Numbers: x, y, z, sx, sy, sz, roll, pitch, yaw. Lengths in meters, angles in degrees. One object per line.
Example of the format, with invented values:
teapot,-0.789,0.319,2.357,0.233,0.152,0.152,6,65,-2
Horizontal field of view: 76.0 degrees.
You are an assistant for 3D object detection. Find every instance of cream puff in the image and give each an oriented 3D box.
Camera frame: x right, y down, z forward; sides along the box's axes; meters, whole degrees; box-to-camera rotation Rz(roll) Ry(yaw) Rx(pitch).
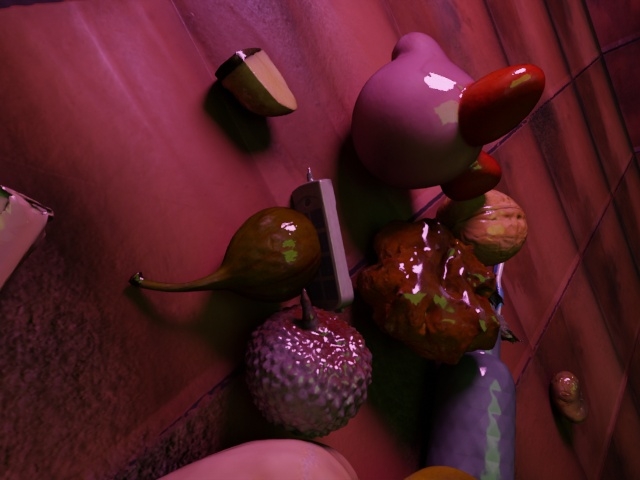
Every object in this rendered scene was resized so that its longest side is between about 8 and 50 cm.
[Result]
cream puff,0.188,0.088,0.696,0.269,0.154,0.241,39,57,6

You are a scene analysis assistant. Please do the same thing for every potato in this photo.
potato,-0.090,-0.214,0.591,0.103,0.066,0.096,53,29,-13
potato,0.647,0.408,1.071,0.092,0.070,0.137,-24,98,-41

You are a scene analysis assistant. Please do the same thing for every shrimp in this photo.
shrimp,0.358,0.135,0.888,0.223,0.047,0.126,44,53,-7

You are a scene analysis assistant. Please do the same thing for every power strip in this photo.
power strip,0.000,0.000,0.618,0.029,0.080,0.226,-9,87,-35

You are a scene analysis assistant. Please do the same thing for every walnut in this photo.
walnut,0.333,-0.027,0.843,0.197,0.165,0.165,8,77,-32

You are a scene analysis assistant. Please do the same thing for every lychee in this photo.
lychee,-0.015,0.154,0.517,0.165,0.165,0.197,-11,123,-40

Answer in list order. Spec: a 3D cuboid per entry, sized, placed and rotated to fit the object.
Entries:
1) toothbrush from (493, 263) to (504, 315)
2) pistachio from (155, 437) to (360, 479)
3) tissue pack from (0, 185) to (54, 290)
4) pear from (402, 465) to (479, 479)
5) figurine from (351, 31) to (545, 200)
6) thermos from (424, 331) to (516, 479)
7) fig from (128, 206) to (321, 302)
toothbrush,0.412,0.124,0.954,0.040,0.040,0.385,36,63,-29
pistachio,-0.064,0.330,0.422,0.309,0.230,0.229,-4,84,-29
tissue pack,-0.345,0.056,0.234,0.239,0.239,0.305,35,61,-29
pear,0.170,0.479,0.549,0.294,0.294,0.294,8,76,-38
figurine,0.169,-0.184,0.683,0.211,0.269,0.261,-38,65,-20
thermos,0.291,0.297,0.759,0.182,0.145,0.286,38,58,-40
fig,-0.109,0.031,0.511,0.237,0.124,0.124,-14,91,-29
